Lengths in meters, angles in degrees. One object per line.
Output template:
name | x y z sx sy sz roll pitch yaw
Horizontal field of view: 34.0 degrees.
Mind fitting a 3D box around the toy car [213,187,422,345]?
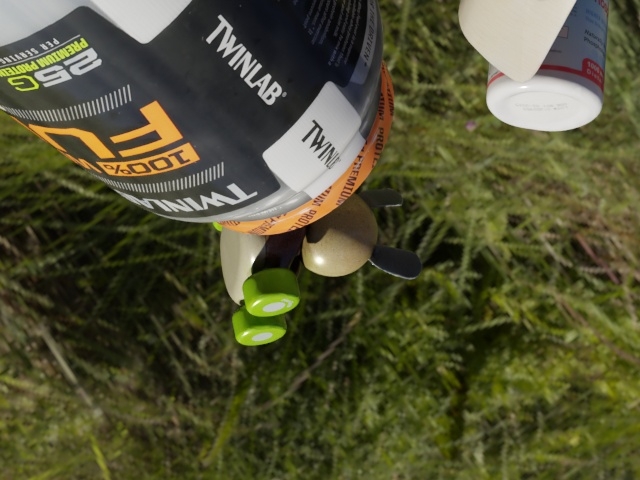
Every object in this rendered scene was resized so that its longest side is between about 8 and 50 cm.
toy car | 0.000 0.000 1.027 0.188 0.155 0.149 -7 156 -15

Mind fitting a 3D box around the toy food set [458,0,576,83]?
toy food set | 0.185 -0.278 0.653 0.220 0.092 0.306 106 6 -63

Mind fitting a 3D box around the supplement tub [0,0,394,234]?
supplement tub | -0.089 -0.132 0.535 0.193 0.194 0.316 -36 145 9

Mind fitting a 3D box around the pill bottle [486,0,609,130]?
pill bottle | 0.178 -0.173 0.810 0.087 0.160 0.087 7 163 2
